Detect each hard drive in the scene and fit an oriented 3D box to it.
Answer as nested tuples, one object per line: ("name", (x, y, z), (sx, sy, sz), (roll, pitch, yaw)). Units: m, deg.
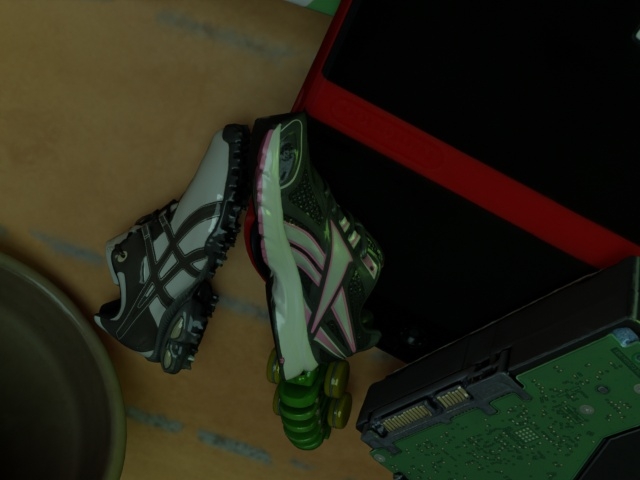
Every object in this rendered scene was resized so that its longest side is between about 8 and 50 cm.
("hard drive", (0.219, 0.178, 0.600), (0.339, 0.064, 0.237), (41, 132, -15))

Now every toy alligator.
("toy alligator", (-0.013, 0.098, 0.637), (0.056, 0.051, 0.189), (10, 134, 17))

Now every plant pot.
("plant pot", (-0.310, 0.162, 0.642), (0.263, 0.263, 0.229), (45, 123, -7))

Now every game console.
("game console", (0.161, -0.010, 0.549), (0.387, 0.060, 0.342), (27, 132, -3))

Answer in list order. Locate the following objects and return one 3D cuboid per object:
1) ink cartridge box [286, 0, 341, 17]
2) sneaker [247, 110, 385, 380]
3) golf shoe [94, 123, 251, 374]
("ink cartridge box", (0.014, -0.247, 0.516), (0.154, 0.093, 0.212), (10, 113, -30))
("sneaker", (0.000, 0.000, 0.548), (0.077, 0.072, 0.178), (-10, 123, -6))
("golf shoe", (-0.109, 0.001, 0.643), (0.094, 0.077, 0.198), (21, 107, 0))
